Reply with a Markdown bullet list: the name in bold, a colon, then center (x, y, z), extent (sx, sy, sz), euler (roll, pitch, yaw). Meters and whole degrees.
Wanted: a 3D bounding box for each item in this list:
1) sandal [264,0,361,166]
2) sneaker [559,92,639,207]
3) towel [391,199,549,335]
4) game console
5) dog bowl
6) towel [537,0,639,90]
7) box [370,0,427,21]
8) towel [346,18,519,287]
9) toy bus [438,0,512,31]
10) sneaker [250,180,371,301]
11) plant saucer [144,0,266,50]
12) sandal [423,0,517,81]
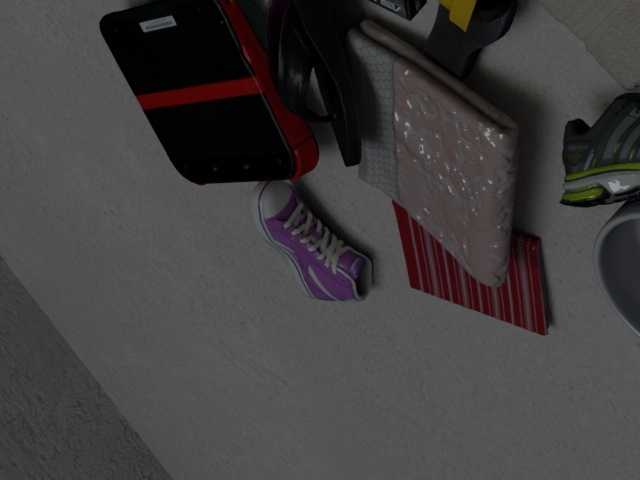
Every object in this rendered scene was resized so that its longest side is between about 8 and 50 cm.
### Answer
- **sandal**: center (-0.037, -0.301, 1.937), extent (0.167, 0.107, 0.446), euler (-114, 5, -60)
- **sneaker**: center (0.405, -0.126, 1.622), extent (0.300, 0.111, 0.121), euler (-17, 82, 41)
- **towel**: center (0.236, 0.034, 2.139), extent (0.274, 0.031, 0.199), euler (20, 140, 36)
- **game console**: center (-0.186, -0.245, 2.241), extent (0.386, 0.060, 0.342), euler (0, 122, 52)
- **dog bowl**: center (0.488, 0.040, 1.738), extent (0.265, 0.104, 0.265), euler (32, 148, 23)
- **towel**: center (0.365, -0.291, 1.538), extent (0.187, 0.049, 0.282), euler (46, 152, 1)
- **box**: center (0.039, -0.379, 1.685), extent (0.190, 0.045, 0.184), euler (32, 157, 24)
- **towel**: center (0.159, -0.122, 1.959), extent (0.317, 0.053, 0.332), euler (41, 155, 30)
- **toy bus**: center (0.161, -0.374, 1.515), extent (0.211, 0.220, 0.149), euler (36, 150, 15)
- **sneaker**: center (0.001, -0.001, 2.347), extent (0.161, 0.102, 0.282), euler (9, 145, 43)
- **plant saucer**: center (-0.181, -0.318, 2.231), extent (0.317, 0.043, 0.318), euler (33, 149, 23)
- **sandal**: center (0.196, -0.287, 1.774), extent (0.097, 0.054, 0.254), euler (52, 161, 4)
